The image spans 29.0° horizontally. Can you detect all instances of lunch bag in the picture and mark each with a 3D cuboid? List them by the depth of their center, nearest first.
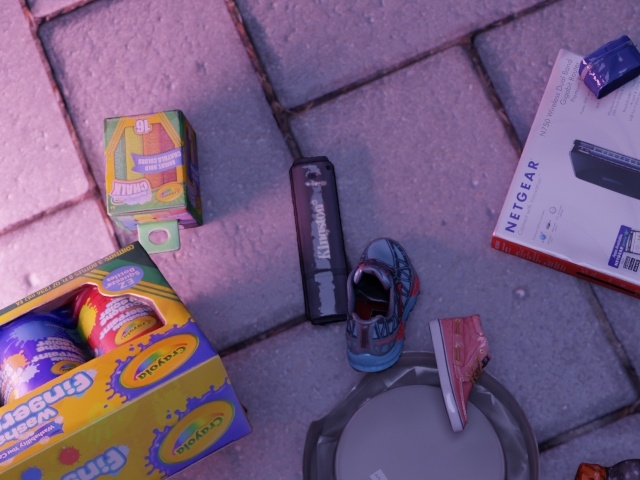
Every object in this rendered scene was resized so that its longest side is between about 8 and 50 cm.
[{"bbox_3d":[0.452,-0.274,1.919,0.098,0.067,0.065,-31,76,-3],"label":"lunch bag"}]

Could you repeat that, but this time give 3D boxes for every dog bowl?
[{"bbox_3d":[0.146,0.344,1.837,0.348,0.102,0.349,-1,64,3],"label":"dog bowl"}]

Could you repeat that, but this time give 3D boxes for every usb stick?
[{"bbox_3d":[0.000,0.000,1.993,0.077,0.045,0.278,-8,75,4],"label":"usb stick"}]

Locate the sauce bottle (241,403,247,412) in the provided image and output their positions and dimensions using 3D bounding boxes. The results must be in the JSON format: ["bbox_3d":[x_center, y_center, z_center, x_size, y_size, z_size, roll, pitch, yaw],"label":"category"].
[{"bbox_3d":[-0.174,0.241,1.953,0.128,0.042,0.042,40,83,11],"label":"sauce bottle"}]

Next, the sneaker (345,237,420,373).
[{"bbox_3d":[0.094,0.072,1.885,0.104,0.125,0.262,-1,42,9],"label":"sneaker"}]

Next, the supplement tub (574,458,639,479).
[{"bbox_3d":[0.523,0.430,1.755,0.338,0.207,0.207,11,78,8],"label":"supplement tub"}]

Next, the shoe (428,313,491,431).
[{"bbox_3d":[0.213,0.191,1.815,0.081,0.063,0.178,-11,60,3],"label":"shoe"}]

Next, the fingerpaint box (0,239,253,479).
[{"bbox_3d":[-0.378,0.230,1.778,0.444,0.163,0.371,-28,35,-11],"label":"fingerpaint box"}]

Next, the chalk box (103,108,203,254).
[{"bbox_3d":[-0.268,-0.086,1.995,0.132,0.132,0.213,-7,76,4],"label":"chalk box"}]

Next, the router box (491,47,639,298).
[{"bbox_3d":[0.465,-0.098,1.952,0.301,0.082,0.335,19,79,10],"label":"router box"}]
